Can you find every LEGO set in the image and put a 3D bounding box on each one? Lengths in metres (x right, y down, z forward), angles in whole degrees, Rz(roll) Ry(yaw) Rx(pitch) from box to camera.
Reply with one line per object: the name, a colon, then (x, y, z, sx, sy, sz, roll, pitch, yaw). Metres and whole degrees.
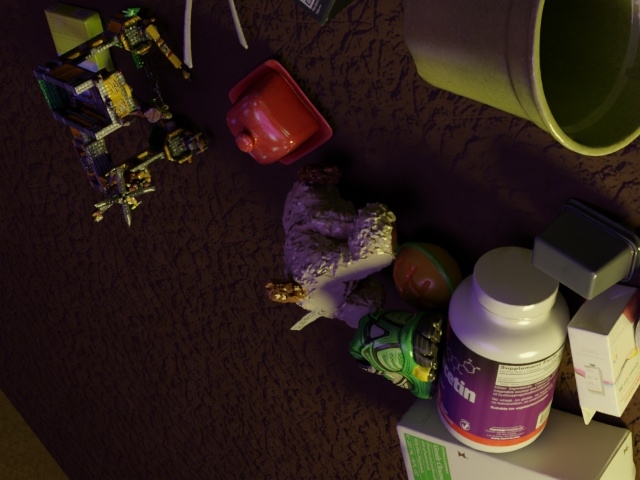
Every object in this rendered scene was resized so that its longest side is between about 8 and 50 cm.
LEGO set: (-0.310, -0.207, 1.931, 0.192, 0.255, 0.331, 26, 134, 49)

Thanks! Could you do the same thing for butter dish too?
butter dish: (-0.091, -0.183, 1.856, 0.160, 0.118, 0.160, 52, 142, -8)

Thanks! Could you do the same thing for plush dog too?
plush dog: (0.000, 0.000, 1.880, 0.262, 0.211, 0.225, 95, 166, -50)

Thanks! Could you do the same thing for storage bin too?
storage bin: (0.364, 0.023, 1.623, 0.135, 0.091, 0.098, 36, 144, 33)

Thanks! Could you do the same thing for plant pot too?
plant pot: (0.245, -0.257, 1.383, 0.254, 0.276, 0.276, 18, 136, 47)

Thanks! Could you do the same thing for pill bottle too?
pill bottle: (0.280, 0.167, 1.781, 0.181, 0.181, 0.323, 25, 138, 24)

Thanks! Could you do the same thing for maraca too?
maraca: (0.161, 0.054, 1.863, 0.186, 0.099, 0.127, 27, 140, 58)

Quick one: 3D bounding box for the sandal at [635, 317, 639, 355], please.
sandal: (0.483, 0.111, 1.577, 0.102, 0.076, 0.265, 30, 140, 21)

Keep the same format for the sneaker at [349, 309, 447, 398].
sneaker: (0.128, 0.167, 1.877, 0.146, 0.134, 0.343, 12, 166, 11)

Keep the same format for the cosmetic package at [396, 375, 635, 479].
cosmetic package: (0.331, 0.381, 1.957, 0.365, 0.155, 0.197, 13, 131, 37)

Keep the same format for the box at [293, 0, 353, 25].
box: (-0.014, -0.490, 1.442, 0.294, 0.183, 0.296, 39, 141, 6)

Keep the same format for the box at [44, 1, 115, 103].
box: (-0.427, -0.334, 2.093, 0.109, 0.042, 0.178, 19, 136, 32)

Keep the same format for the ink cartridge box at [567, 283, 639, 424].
ink cartridge box: (0.427, 0.173, 1.704, 0.067, 0.115, 0.198, 12, 133, 36)

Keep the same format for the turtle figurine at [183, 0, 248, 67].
turtle figurine: (-0.176, -0.409, 1.664, 0.266, 0.198, 0.275, 51, 139, -1)
